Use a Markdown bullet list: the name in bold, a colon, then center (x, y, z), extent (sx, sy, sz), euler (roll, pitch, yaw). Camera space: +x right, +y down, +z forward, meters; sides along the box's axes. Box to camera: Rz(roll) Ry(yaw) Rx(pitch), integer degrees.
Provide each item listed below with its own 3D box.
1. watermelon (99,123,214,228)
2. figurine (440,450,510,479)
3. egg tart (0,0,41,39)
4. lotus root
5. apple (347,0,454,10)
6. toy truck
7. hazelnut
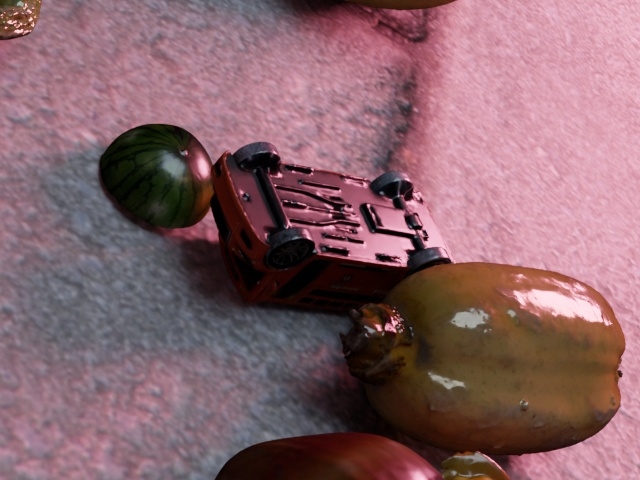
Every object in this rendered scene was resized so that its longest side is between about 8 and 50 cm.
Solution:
- **watermelon**: center (-0.133, -0.063, 1.319), extent (0.105, 0.062, 0.105), euler (23, 39, -20)
- **figurine**: center (0.149, 0.283, 1.192), extent (0.131, 0.156, 0.246), euler (-37, 99, -21)
- **egg tart**: center (-0.320, -0.231, 1.290), extent (0.197, 0.078, 0.197), euler (29, 37, -25)
- **lotus root**: center (0.138, 0.103, 1.341), extent (0.343, 0.151, 0.169), euler (7, 90, -39)
- **apple**: center (0.075, -0.430, 1.720), extent (0.312, 0.320, 0.360), euler (13, 20, 23)
- **toy truck**: center (0.000, 0.000, 1.346), extent (0.253, 0.114, 0.107), euler (8, 48, -42)
- **hazelnut**: center (0.002, 0.230, 1.056), extent (0.229, 0.229, 0.229), euler (27, 39, -24)
